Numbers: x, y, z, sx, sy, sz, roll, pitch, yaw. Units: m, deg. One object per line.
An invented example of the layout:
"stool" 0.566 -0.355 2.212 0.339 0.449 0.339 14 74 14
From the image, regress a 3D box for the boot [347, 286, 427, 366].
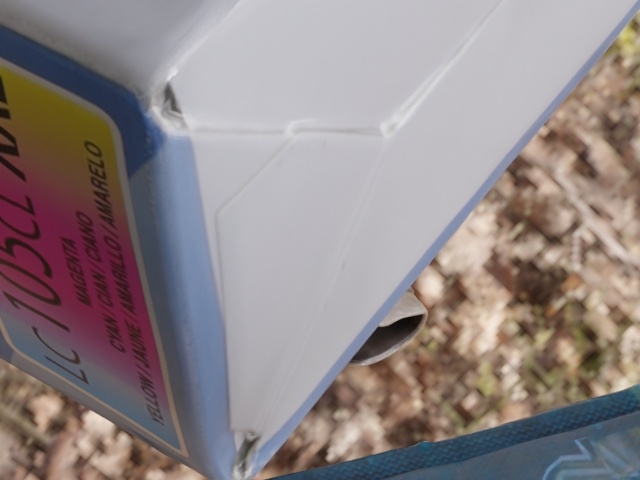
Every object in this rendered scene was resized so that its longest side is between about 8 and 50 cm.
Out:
"boot" 0.000 0.000 0.608 0.087 0.042 0.118 41 43 15

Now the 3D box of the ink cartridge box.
"ink cartridge box" -0.109 -0.147 0.525 0.395 0.151 0.270 28 56 22

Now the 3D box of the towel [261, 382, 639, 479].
"towel" 0.038 0.116 0.227 0.271 0.040 0.370 -10 21 -12
